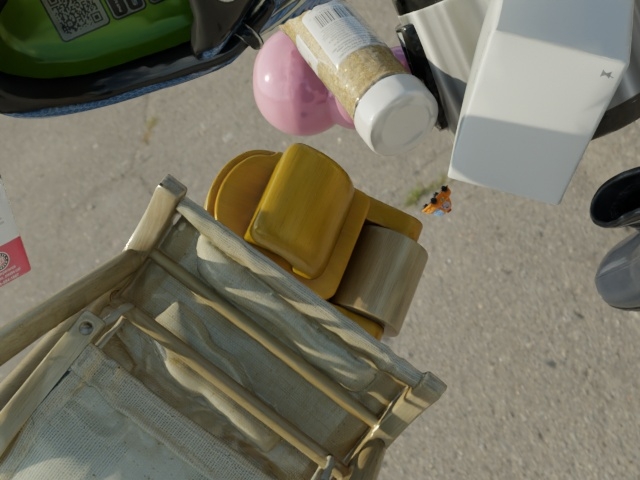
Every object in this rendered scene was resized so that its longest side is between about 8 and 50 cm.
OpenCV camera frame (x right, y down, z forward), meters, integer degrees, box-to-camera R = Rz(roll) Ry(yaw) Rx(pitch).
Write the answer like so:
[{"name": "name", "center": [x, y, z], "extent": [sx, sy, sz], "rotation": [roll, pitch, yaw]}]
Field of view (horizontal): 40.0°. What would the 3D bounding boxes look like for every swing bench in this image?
[{"name": "swing bench", "center": [-0.088, 0.132, 0.587], "extent": [0.165, 0.253, 0.255], "rotation": [-54, -2, 38]}]

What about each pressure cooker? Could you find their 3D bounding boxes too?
[{"name": "pressure cooker", "center": [0.310, -0.365, 1.361], "extent": [0.375, 0.421, 0.369], "rotation": [-34, 17, -25]}]

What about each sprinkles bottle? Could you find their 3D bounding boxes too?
[{"name": "sprinkles bottle", "center": [0.050, -0.285, 1.393], "extent": [0.121, 0.121, 0.355], "rotation": [-34, 52, 2]}]

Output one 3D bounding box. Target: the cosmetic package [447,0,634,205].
[{"name": "cosmetic package", "center": [0.241, -0.202, 0.962], "extent": [0.138, 0.224, 0.225], "rotation": [14, 55, 4]}]

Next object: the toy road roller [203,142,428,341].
[{"name": "toy road roller", "center": [0.000, 0.000, 1.197], "extent": [0.203, 0.329, 0.240], "rotation": [-67, 7, -18]}]

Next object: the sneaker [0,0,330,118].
[{"name": "sneaker", "center": [-0.029, -0.144, 0.416], "extent": [0.330, 0.130, 0.147], "rotation": [-30, 28, 3]}]

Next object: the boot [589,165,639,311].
[{"name": "boot", "center": [0.393, -0.018, 1.027], "extent": [0.338, 0.222, 0.118], "rotation": [-40, 46, 52]}]

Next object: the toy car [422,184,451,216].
[{"name": "toy car", "center": [0.181, -0.042, 1.484], "extent": [0.060, 0.040, 0.122], "rotation": [-47, 0, -44]}]

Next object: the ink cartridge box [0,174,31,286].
[{"name": "ink cartridge box", "center": [-0.408, -0.039, 0.884], "extent": [0.092, 0.218, 0.158], "rotation": [9, 30, 34]}]

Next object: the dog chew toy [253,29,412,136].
[{"name": "dog chew toy", "center": [0.049, -0.294, 1.621], "extent": [0.331, 0.207, 0.207], "rotation": [3, 49, 13]}]
